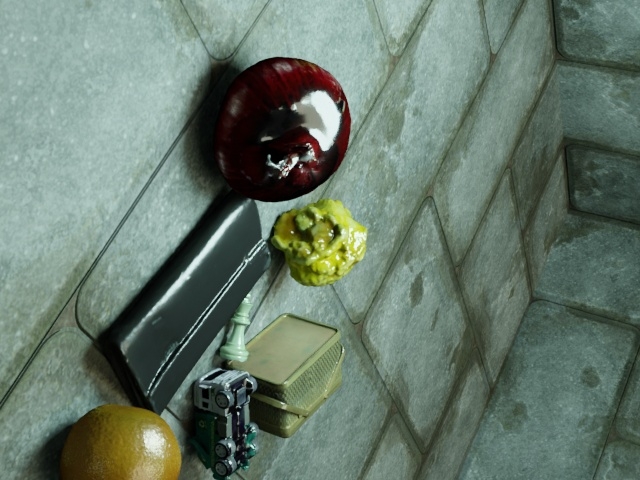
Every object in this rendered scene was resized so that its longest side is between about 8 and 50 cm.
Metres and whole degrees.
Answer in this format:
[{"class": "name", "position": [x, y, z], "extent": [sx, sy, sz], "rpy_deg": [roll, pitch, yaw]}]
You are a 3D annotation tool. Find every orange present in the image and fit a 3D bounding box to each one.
[{"class": "orange", "position": [-0.325, 0.368, 1.425], "extent": [0.206, 0.206, 0.206], "rpy_deg": [-37, 135, -49]}]

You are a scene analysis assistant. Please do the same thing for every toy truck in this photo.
[{"class": "toy truck", "position": [-0.199, 0.364, 1.747], "extent": [0.110, 0.116, 0.216], "rpy_deg": [-24, 118, -57]}]

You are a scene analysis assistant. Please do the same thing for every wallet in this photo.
[{"class": "wallet", "position": [-0.227, 0.110, 1.608], "extent": [0.406, 0.062, 0.228], "rpy_deg": [-54, 147, -33]}]

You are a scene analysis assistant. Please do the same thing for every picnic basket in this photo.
[{"class": "picnic basket", "position": [-0.074, 0.284, 1.874], "extent": [0.266, 0.165, 0.139], "rpy_deg": [-37, 134, -50]}]

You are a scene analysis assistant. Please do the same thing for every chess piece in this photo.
[{"class": "chess piece", "position": [-0.163, 0.167, 1.771], "extent": [0.059, 0.059, 0.149], "rpy_deg": [13, 88, -63]}]

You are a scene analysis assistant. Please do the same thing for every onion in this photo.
[{"class": "onion", "position": [-0.057, -0.180, 1.553], "extent": [0.273, 0.285, 0.273], "rpy_deg": [-12, 122, -20]}]

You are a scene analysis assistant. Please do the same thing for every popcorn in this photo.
[{"class": "popcorn", "position": [0.000, -0.002, 1.851], "extent": [0.197, 0.197, 0.155], "rpy_deg": [-57, 146, -30]}]
